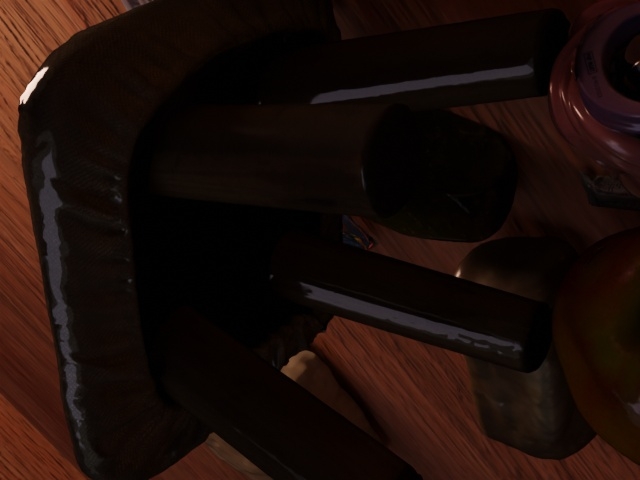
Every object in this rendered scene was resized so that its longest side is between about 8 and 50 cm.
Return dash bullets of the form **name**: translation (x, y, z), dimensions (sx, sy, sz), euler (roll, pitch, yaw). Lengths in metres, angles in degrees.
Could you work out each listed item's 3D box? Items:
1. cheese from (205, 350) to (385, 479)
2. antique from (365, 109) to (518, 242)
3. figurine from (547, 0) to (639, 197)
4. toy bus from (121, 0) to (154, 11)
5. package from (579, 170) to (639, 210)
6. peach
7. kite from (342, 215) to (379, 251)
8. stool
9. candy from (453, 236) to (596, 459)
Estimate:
- **cheese**: translation (-0.068, 0.213, 1.410), dimensions (0.326, 0.115, 0.318), euler (30, 150, 14)
- **antique**: translation (0.054, -0.067, 0.896), dimensions (0.221, 0.081, 0.080), euler (27, 150, 25)
- **figurine**: translation (0.198, -0.080, 0.677), dimensions (0.157, 0.114, 0.126), euler (80, 178, -60)
- **toy bus**: translation (-0.112, -0.262, 0.799), dimensions (0.139, 0.113, 0.301), euler (7, 135, 46)
- **package**: translation (0.238, -0.033, 0.792), dimensions (0.110, 0.015, 0.037), euler (8, 137, 43)
- **peach**: translation (0.262, 0.075, 0.757), dimensions (0.197, 0.197, 0.197), euler (30, 150, 19)
- **kite**: translation (-0.025, -0.038, 1.039), dimensions (0.234, 0.016, 0.321), euler (31, 162, 47)
- **stool**: translation (0.000, 0.000, 0.700), dimensions (0.226, 0.310, 0.310), euler (13, 120, 31)
- **candy**: translation (0.186, 0.096, 0.950), dimensions (0.104, 0.102, 0.234), euler (19, 143, 34)
